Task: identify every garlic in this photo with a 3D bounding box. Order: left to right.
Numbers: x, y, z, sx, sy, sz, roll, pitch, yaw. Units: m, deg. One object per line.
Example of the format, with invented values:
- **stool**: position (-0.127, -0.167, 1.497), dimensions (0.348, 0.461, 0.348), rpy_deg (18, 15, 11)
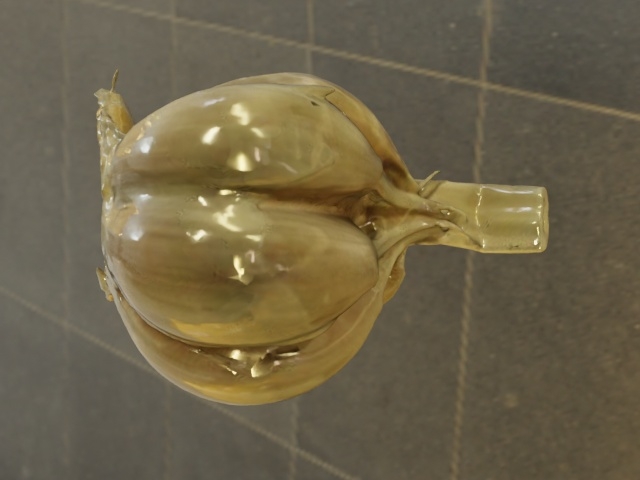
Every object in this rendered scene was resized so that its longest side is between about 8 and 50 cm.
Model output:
- **garlic**: position (0.000, 0.000, 0.596), dimensions (0.127, 0.194, 0.131), rpy_deg (-121, 39, -73)
